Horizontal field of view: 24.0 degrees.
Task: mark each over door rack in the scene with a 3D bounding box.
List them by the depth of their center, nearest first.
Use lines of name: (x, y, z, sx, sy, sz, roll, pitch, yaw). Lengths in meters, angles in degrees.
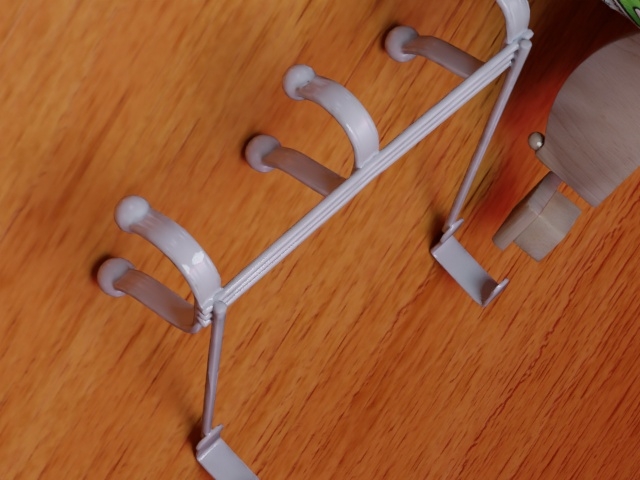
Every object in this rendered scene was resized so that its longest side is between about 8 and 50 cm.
over door rack: (0.000, 0.000, 0.863, 0.239, 0.108, 0.324, -40, 156, -18)

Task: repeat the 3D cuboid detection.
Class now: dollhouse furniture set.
dollhouse furniture set: (0.220, -0.209, 0.968, 0.303, 0.174, 0.355, -49, 179, -44)

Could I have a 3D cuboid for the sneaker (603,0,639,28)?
sneaker: (0.184, -0.141, 0.673, 0.343, 0.146, 0.134, 30, 110, -30)
